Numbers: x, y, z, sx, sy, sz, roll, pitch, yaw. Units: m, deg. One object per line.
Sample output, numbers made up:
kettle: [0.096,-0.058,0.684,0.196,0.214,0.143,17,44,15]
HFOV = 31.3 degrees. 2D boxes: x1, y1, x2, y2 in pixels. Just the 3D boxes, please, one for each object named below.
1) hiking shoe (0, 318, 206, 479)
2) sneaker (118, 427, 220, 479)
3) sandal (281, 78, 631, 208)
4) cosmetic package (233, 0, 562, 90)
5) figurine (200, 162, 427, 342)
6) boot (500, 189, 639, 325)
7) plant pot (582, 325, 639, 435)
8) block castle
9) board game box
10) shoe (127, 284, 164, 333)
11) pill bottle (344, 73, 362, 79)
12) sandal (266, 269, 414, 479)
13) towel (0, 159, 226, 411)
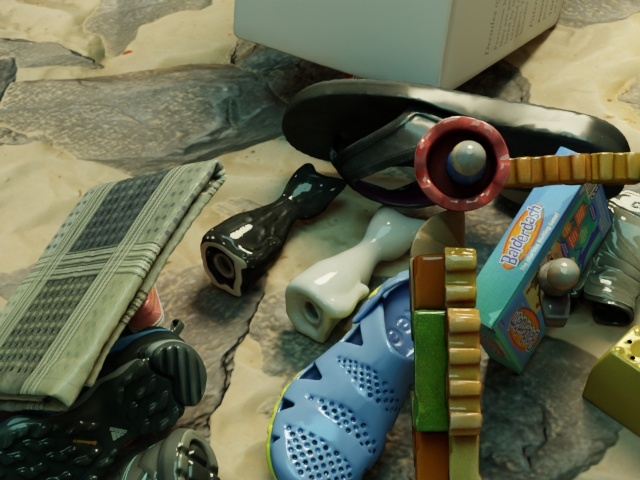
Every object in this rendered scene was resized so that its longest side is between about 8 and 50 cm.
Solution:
hiking shoe: [-0.267,0.199,1.259,0.304,0.113,0.132,-28,20,-8]
sneaker: [-0.163,0.321,1.138,0.106,0.101,0.267,-19,46,23]
sandal: [0.133,-0.101,1.351,0.445,0.167,0.107,9,63,30]
cosmetic package: [0.127,-0.434,1.531,0.329,0.327,0.393,22,35,26]
figurine: [0.000,0.000,1.396,0.215,0.092,0.209,27,53,27]
boot: [0.286,-0.004,1.364,0.246,0.083,0.161,24,64,30]
plant pot: [0.338,0.140,1.218,0.081,0.083,0.081,-37,55,-24]
block castle: [0.232,0.112,1.034,0.303,0.213,0.453,-2,86,4]
board game box: [0.238,0.025,1.242,0.047,0.160,0.210,28,78,29]
shoe: [-0.240,0.030,1.399,0.063,0.081,0.178,-21,49,-11]
pill bottle: [0.073,-0.183,1.545,0.086,0.086,0.152,-2,48,6]
sandal: [0.053,0.138,1.208,0.126,0.138,0.317,35,59,-2]
towel: [-0.259,0.055,1.269,0.312,0.056,0.324,-6,46,52]
